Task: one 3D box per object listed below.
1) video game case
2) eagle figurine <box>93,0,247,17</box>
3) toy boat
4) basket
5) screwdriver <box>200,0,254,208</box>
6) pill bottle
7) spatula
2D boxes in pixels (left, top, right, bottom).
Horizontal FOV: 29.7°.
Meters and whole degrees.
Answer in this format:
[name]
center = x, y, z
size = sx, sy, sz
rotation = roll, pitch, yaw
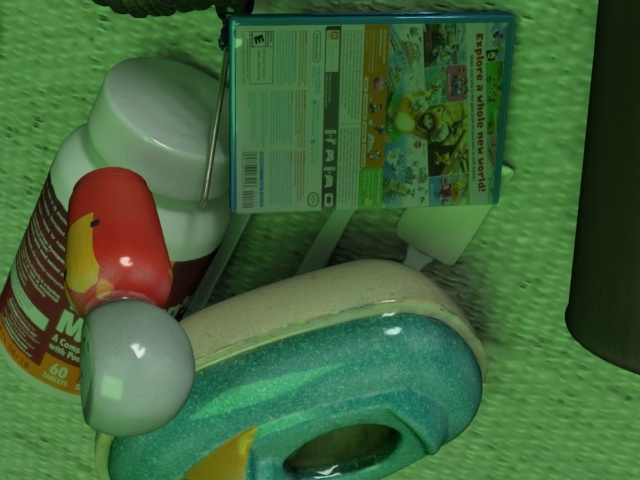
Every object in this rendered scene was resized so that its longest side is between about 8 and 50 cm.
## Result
[video game case]
center = 0.029, -0.075, 0.713
size = 0.166, 0.015, 0.119
rotation = -2, 113, -9
[eagle figurine]
center = -0.094, -0.216, 0.633
size = 0.298, 0.225, 0.226
rotation = -18, 120, 15
[toy boat]
center = -0.049, 0.090, 0.718
size = 0.267, 0.148, 0.318
rotation = -25, 143, 15
[basket]
center = 0.218, -0.057, 0.627
size = 0.204, 0.154, 0.227
rotation = 7, 116, 36
[screwdriver]
center = -0.061, -0.101, 0.717
size = 0.025, 0.024, 0.170
rotation = 7, 78, 22
[pill bottle]
center = -0.131, -0.003, 0.799
size = 0.121, 0.121, 0.221
rotation = 31, 124, 1
[spatula]
center = 0.000, 0.000, 0.818
size = 0.168, 0.019, 0.242
rotation = 29, 125, -3
